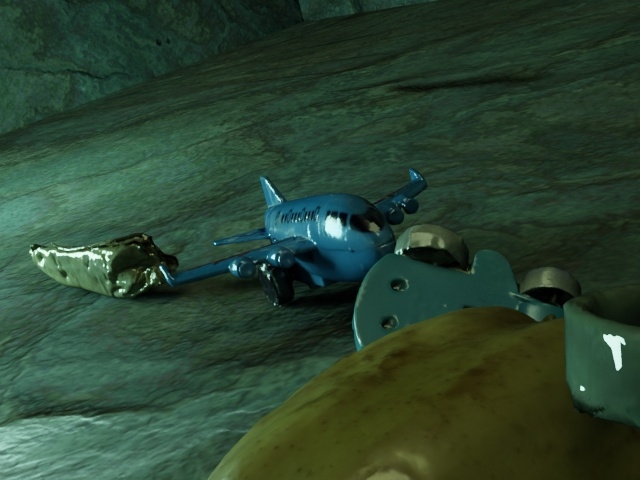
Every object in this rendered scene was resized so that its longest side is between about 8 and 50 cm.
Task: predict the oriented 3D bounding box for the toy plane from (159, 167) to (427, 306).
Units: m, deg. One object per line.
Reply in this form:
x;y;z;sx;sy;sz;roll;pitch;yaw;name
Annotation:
0.000;0.000;0.872;0.254;0.105;0.271;-21;19;-18;toy plane

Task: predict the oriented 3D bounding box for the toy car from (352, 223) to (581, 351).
0.095;0.072;0.633;0.161;0.098;0.126;15;50;2;toy car

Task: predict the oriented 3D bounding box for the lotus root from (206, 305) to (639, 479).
0.042;0.116;0.415;0.284;0.146;0.160;-31;1;-34;lotus root

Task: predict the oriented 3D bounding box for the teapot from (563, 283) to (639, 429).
0.215;0.038;0.319;0.270;0.201;0.337;-1;4;20;teapot

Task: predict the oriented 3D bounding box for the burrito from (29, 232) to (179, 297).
-0.224;0.022;1.055;0.058;0.063;0.229;-38;25;-32;burrito
